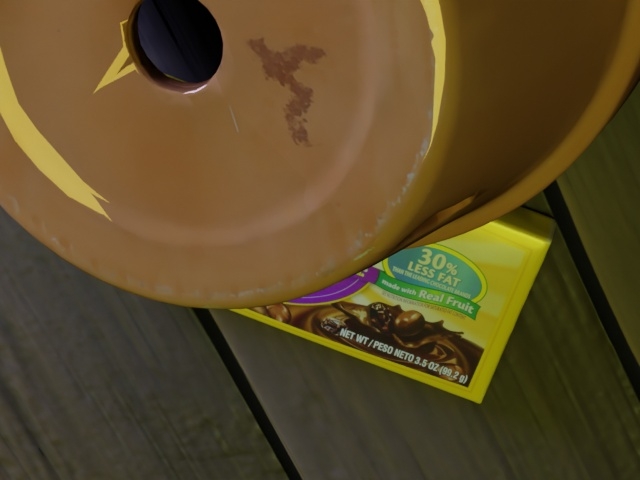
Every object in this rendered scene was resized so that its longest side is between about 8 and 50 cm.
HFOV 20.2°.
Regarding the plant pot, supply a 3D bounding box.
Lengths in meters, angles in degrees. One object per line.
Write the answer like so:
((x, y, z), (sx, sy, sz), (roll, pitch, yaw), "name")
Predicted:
((-0.019, -0.107, 0.679), (0.290, 0.203, 0.291), (8, 116, 17), "plant pot")

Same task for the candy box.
((0.000, 0.000, 0.871), (0.205, 0.027, 0.105), (20, 121, 2), "candy box")
